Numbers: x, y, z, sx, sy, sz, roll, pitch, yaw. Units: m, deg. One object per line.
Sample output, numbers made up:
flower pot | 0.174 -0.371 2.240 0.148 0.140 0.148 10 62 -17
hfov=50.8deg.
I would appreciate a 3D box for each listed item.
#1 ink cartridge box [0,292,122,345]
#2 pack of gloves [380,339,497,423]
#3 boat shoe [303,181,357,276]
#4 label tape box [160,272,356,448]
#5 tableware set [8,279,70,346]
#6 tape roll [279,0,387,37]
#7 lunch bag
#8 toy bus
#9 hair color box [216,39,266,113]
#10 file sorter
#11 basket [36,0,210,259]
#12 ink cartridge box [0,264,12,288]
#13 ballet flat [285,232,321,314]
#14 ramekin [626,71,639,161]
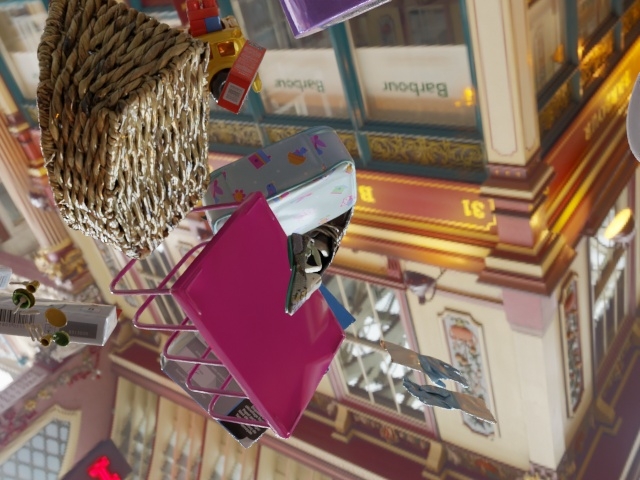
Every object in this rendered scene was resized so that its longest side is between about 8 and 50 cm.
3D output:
ink cartridge box | -0.741 0.194 1.936 0.308 0.091 0.385 7 -173 -9
pack of gloves | 0.246 0.320 1.472 0.232 0.046 0.195 21 -159 -23
boat shoe | 0.000 0.000 1.599 0.132 0.355 0.130 22 -175 -19
label tape box | -0.116 0.211 1.389 0.348 0.249 0.115 -43 -165 -3
tableware set | -0.558 0.148 1.342 0.104 0.154 0.024 -2 -153 12
tape roll | 0.071 -0.390 0.982 0.275 0.090 0.275 -23 -167 6
lunch bag | -0.075 -0.076 1.206 0.279 0.224 0.107 -25 -111 -4
toy bus | -0.245 -0.369 1.330 0.220 0.211 0.149 -17 -144 -4
hair color box | -0.139 -0.292 1.199 0.043 0.072 0.141 24 -143 -10
file sorter | -0.134 0.110 0.992 0.182 0.290 0.202 -4 -142 38
basket | -0.289 -0.139 0.873 0.223 0.299 0.213 29 -124 11
ink cartridge box | -0.679 0.034 1.144 0.224 0.045 0.223 19 178 0
ballet flat | -0.018 0.034 0.734 0.041 0.041 0.114 -10 -137 9
ramekin | 0.695 -0.249 1.208 0.135 0.277 0.277 11 -150 -11
